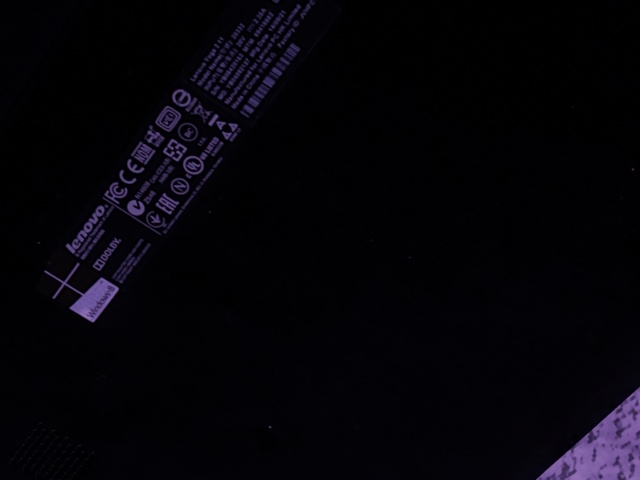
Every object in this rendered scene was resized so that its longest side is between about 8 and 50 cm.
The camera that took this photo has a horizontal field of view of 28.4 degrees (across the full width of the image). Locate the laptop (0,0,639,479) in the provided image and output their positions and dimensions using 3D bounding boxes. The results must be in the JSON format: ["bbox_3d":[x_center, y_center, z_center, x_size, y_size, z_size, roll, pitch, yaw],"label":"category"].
[{"bbox_3d":[-0.047,-0.085,0.558,0.408,0.236,0.382,33,119,-13],"label":"laptop"}]
